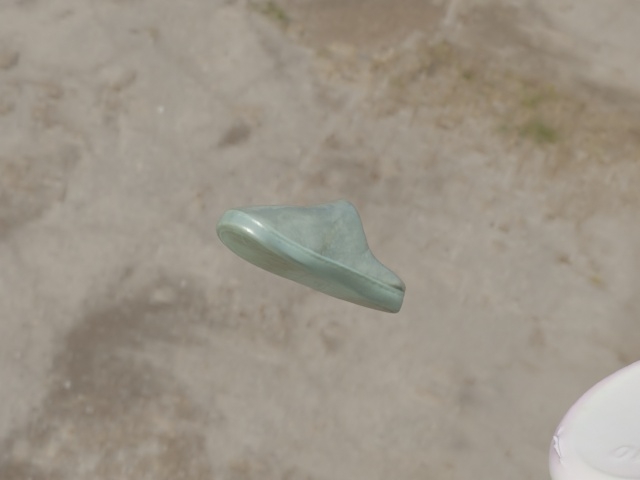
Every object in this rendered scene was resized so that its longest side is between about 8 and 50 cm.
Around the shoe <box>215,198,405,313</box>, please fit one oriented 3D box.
[{"bbox_3d":[0.000,0.000,1.371,0.195,0.078,0.079,29,-16,-32],"label":"shoe"}]

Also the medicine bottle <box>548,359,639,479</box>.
[{"bbox_3d":[0.254,0.218,0.956,0.170,0.293,0.170,-20,23,9],"label":"medicine bottle"}]
